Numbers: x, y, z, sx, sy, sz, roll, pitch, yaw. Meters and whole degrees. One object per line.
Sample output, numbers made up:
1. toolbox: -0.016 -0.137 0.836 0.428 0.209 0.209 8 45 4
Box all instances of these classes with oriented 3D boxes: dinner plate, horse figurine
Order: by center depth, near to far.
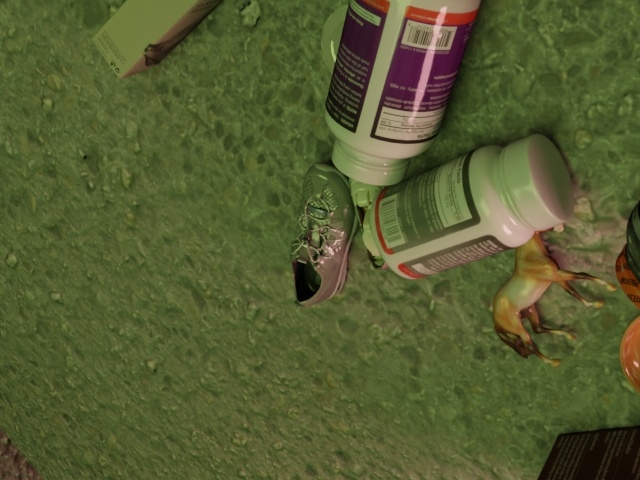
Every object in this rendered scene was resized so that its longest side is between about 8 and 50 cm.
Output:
1. horse figurine: 0.350 0.092 1.314 0.174 0.066 0.263 33 127 13
2. dinner plate: 0.059 -0.312 1.325 0.141 0.017 0.141 16 122 27

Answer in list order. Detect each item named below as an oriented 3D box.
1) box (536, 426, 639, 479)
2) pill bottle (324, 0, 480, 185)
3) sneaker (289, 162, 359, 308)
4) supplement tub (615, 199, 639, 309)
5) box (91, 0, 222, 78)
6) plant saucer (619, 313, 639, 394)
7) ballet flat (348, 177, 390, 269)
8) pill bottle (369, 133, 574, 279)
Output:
1. box: 0.540 0.390 1.268 0.381 0.191 0.143 -20 102 39
2. pill bottle: 0.110 -0.251 1.216 0.181 0.181 0.323 28 126 18
3. sneaker: 0.000 0.000 1.460 0.105 0.115 0.281 15 121 26
4. supplement tub: 0.529 -0.047 1.023 0.207 0.207 0.338 35 134 13
5. box: -0.275 -0.401 1.435 0.275 0.113 0.094 -29 97 41
6. plant saucer: 0.561 0.177 1.240 0.199 0.037 0.200 14 121 26
7. ballet flat: 0.089 -0.051 1.400 0.076 0.079 0.222 -6 111 28
8. pill bottle: 0.230 -0.051 1.254 0.283 0.161 0.161 -21 101 39
